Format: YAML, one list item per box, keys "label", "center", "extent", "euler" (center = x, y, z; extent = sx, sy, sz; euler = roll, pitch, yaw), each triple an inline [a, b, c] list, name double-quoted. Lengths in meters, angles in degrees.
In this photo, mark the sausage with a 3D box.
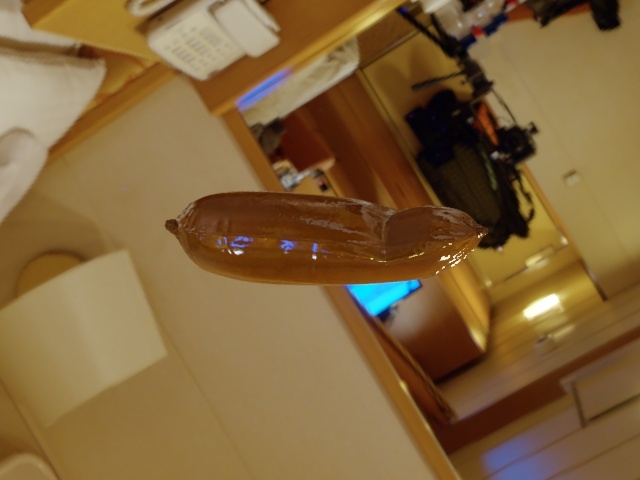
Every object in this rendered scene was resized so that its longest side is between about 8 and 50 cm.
- label: "sausage"
  center: [0.000, 0.000, 0.471]
  extent: [0.183, 0.054, 0.062]
  euler: [3, -154, 9]
